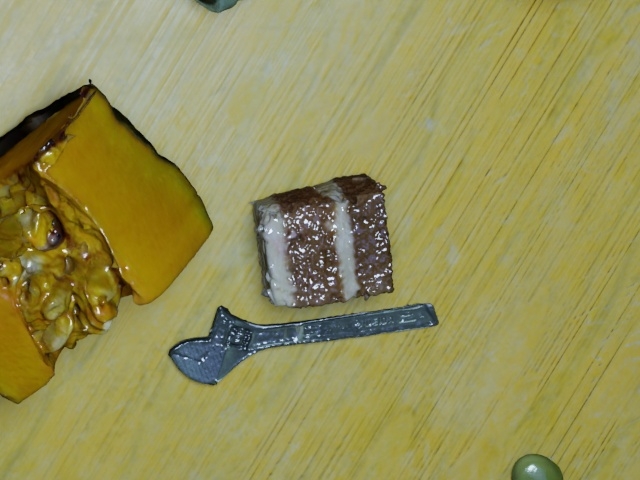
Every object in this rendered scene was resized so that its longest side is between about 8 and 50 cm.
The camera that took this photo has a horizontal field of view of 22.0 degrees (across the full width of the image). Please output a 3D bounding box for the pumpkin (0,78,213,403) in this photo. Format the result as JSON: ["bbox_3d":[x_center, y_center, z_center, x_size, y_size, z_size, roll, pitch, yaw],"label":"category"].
[{"bbox_3d":[-0.288,-0.001,1.742,0.303,0.256,0.225,-34,108,10],"label":"pumpkin"}]

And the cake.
[{"bbox_3d":[0.000,0.000,1.866,0.147,0.135,0.135,-6,101,-6],"label":"cake"}]

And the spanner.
[{"bbox_3d":[-0.017,0.110,1.932,0.325,0.026,0.093,-7,101,-12],"label":"spanner"}]

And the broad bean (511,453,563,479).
[{"bbox_3d":[0.267,0.301,2.015,0.063,0.045,0.083,-16,94,3],"label":"broad bean"}]

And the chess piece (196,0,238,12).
[{"bbox_3d":[-0.050,-0.403,1.774,0.299,0.194,0.194,-39,105,-13],"label":"chess piece"}]
